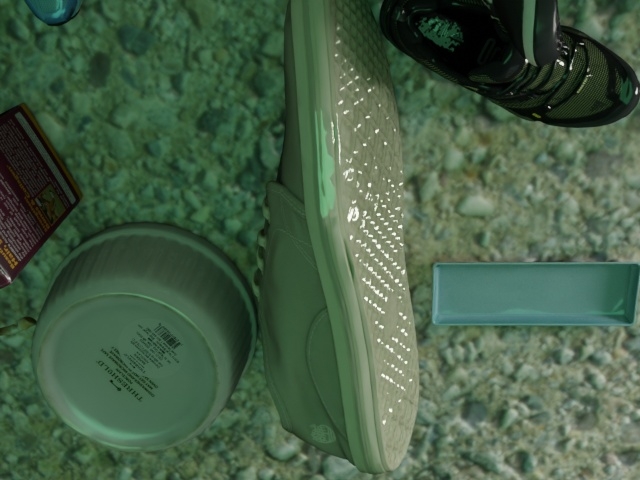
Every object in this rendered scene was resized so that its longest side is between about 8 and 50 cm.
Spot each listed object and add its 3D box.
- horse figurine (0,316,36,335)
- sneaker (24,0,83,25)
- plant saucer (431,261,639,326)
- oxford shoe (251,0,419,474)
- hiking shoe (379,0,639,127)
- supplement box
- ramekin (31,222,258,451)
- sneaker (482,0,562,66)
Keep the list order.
[{"bbox_3d":[-0.385,0.027,0.814,0.174,0.066,0.263,-24,97,10],"label":"horse figurine"},{"bbox_3d":[-0.236,-0.249,0.700,0.063,0.073,0.162,-9,112,6],"label":"sneaker"},{"bbox_3d":[0.200,0.048,0.834,0.191,0.018,0.067,-1,113,2],"label":"plant saucer"},{"bbox_3d":[0.000,0.000,0.757,0.130,0.169,0.450,5,115,24],"label":"oxford shoe"},{"bbox_3d":[0.153,-0.137,0.706,0.226,0.114,0.086,18,113,-5],"label":"hiking shoe"},{"bbox_3d":[-0.281,-0.031,0.731,0.080,0.188,0.104,-25,109,13],"label":"supplement box"},{"bbox_3d":[-0.166,0.097,0.822,0.207,0.109,0.207,1,112,3],"label":"ramekin"},{"bbox_3d":[0.106,-0.214,0.648,0.097,0.235,0.084,-18,152,11],"label":"sneaker"}]
